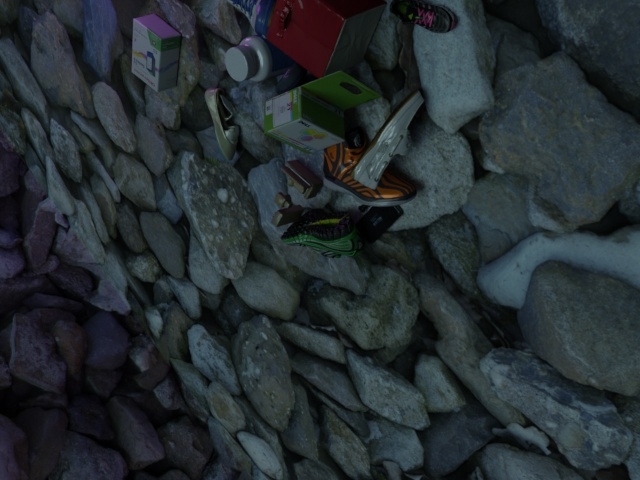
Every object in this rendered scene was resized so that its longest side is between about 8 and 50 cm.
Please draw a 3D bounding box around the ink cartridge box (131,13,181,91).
[{"bbox_3d":[-0.576,-0.652,2.215,0.154,0.093,0.212,40,138,21],"label":"ink cartridge box"}]

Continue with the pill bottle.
[{"bbox_3d":[-0.151,-0.512,1.760,0.124,0.222,0.124,24,128,34],"label":"pill bottle"}]

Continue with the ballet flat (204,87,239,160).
[{"bbox_3d":[-0.319,-0.393,2.125,0.086,0.086,0.248,-3,110,47],"label":"ballet flat"}]

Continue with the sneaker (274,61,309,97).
[{"bbox_3d":[-0.049,-0.398,1.740,0.131,0.112,0.319,40,178,-2],"label":"sneaker"}]

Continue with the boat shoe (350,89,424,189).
[{"bbox_3d":[0.190,-0.254,1.628,0.096,0.098,0.277,35,109,-4],"label":"boat shoe"}]

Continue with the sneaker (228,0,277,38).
[{"bbox_3d":[-0.191,-0.631,1.689,0.296,0.131,0.111,-107,35,-51],"label":"sneaker"}]

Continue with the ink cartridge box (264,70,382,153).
[{"bbox_3d":[0.006,-0.326,1.641,0.255,0.189,0.096,-13,71,38],"label":"ink cartridge box"}]

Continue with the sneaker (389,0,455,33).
[{"bbox_3d":[0.230,-0.523,1.474,0.170,0.075,0.063,36,135,25],"label":"sneaker"}]

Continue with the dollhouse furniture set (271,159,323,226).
[{"bbox_3d":[-0.105,-0.148,1.968,0.123,0.144,0.151,42,122,20],"label":"dollhouse furniture set"}]

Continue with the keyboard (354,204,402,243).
[{"bbox_3d":[0.161,-0.073,1.863,0.108,0.023,0.180,47,138,5],"label":"keyboard"}]

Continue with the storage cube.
[{"bbox_3d":[0.012,-0.546,1.584,0.193,0.215,0.183,40,136,14],"label":"storage cube"}]

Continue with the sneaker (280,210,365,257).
[{"bbox_3d":[0.000,0.000,1.990,0.344,0.134,0.146,6,138,54],"label":"sneaker"}]

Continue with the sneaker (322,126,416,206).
[{"bbox_3d":[0.120,-0.208,1.742,0.321,0.125,0.180,20,127,38],"label":"sneaker"}]
